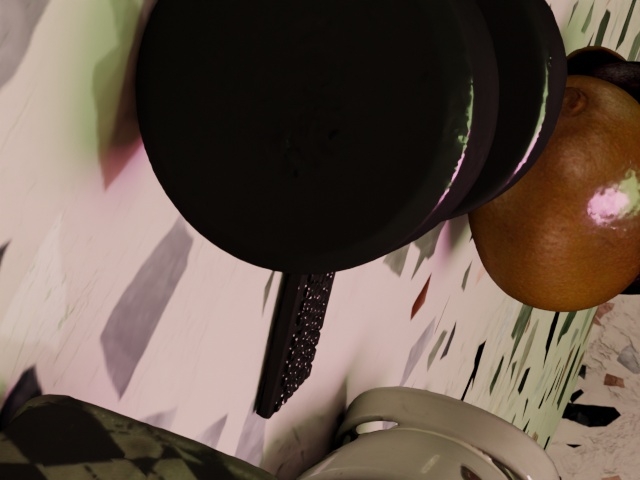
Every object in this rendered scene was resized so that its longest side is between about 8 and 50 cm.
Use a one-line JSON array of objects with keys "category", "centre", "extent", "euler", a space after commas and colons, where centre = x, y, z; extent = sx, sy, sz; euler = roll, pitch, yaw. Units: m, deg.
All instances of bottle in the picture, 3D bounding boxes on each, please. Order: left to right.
[{"category": "bottle", "centre": [0.084, 0.236, 1.209], "extent": [0.351, 0.229, 0.229], "euler": [-21, 129, -71]}]

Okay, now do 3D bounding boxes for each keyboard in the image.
[{"category": "keyboard", "centre": [0.000, 0.000, 0.975], "extent": [0.087, 0.017, 0.251], "euler": [-43, 151, -61]}]

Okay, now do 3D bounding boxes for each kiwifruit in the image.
[{"category": "kiwifruit", "centre": [0.233, -0.047, 1.403], "extent": [0.234, 0.196, 0.196], "euler": [86, 28, -43]}]

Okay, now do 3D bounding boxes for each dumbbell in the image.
[{"category": "dumbbell", "centre": [0.024, -0.074, 0.700], "extent": [0.218, 0.152, 0.153], "euler": [-24, 132, -69]}]

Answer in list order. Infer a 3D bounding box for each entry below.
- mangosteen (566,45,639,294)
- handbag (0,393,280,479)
[{"category": "mangosteen", "centre": [0.334, -0.090, 1.654], "extent": [0.275, 0.275, 0.302], "euler": [95, -14, -45]}, {"category": "handbag", "centre": [-0.164, 0.292, 0.531], "extent": [0.416, 0.180, 0.317], "euler": [-56, 168, -57]}]
